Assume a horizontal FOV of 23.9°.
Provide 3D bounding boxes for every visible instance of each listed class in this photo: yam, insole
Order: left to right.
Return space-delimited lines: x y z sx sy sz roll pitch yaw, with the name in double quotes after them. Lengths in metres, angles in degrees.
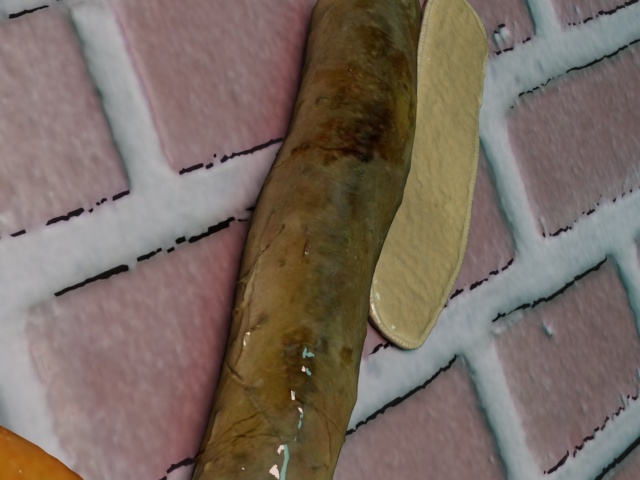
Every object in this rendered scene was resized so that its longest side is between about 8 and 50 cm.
0.000 0.000 0.720 0.071 0.067 0.317 71 27 -53 "yam"
0.065 -0.046 0.861 0.081 0.011 0.248 40 49 -35 "insole"

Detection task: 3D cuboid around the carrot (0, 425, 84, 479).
-0.145 0.166 0.438 0.307 0.100 0.258 35 46 -43 "carrot"
